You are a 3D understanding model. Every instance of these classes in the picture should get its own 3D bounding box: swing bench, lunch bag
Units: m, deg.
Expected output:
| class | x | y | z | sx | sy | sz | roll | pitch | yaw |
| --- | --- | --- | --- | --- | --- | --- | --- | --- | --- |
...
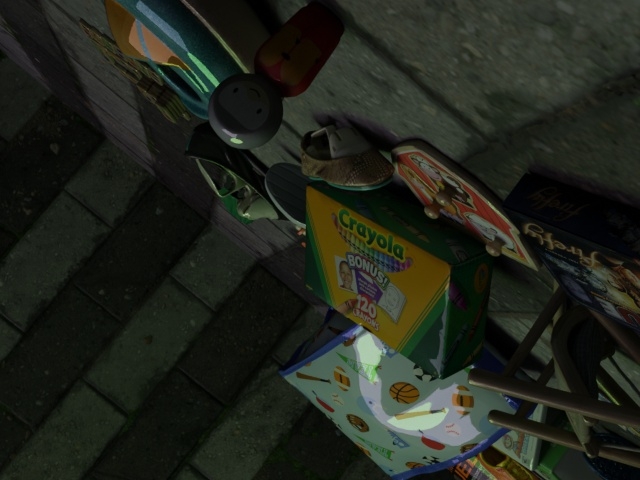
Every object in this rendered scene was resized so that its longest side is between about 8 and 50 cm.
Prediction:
| class | x | y | z | sx | sy | sz | roll | pitch | yaw |
| --- | --- | --- | --- | --- | --- | --- | --- | --- | --- |
| swing bench | 0.317 | 0.178 | 0.990 | 0.254 | 0.165 | 0.253 | 32 | 169 | 23 |
| lunch bag | 0.164 | 0.223 | 1.627 | 0.328 | 0.239 | 0.385 | 41 | 149 | -5 |

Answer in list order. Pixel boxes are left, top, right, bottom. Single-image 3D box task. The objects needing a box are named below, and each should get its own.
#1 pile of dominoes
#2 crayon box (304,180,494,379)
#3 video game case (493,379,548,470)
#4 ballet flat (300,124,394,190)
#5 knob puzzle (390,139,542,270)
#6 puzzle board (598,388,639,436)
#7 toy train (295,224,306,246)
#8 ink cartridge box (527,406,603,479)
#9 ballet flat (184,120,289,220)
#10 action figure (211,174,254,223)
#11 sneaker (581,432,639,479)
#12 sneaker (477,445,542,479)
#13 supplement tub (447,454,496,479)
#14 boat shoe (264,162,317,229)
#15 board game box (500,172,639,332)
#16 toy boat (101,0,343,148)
| class | x | y | z | sx | sy | sz | roll | pitch | yaw |
| --- | --- | --- | --- | --- | --- | --- | --- | --- | --- |
| pile of dominoes | -0.364 | -0.314 | 1.755 | 0.251 | 0.040 | 0.196 | 35 | 171 | 23 |
| crayon box | 0.093 | 0.037 | 1.200 | 0.278 | 0.081 | 0.165 | 32 | 130 | 43 |
| video game case | 0.359 | 0.323 | 1.707 | 0.019 | 0.157 | 0.143 | -3 | -164 | -31 |
| ballet flat | 0.022 | -0.102 | 1.099 | 0.206 | 0.073 | 0.067 | 16 | 124 | 64 |
| knob puzzle | 0.142 | -0.042 | 1.016 | 0.213 | 0.030 | 0.213 | 39 | 172 | 6 |
| puzzle board | 0.442 | 0.259 | 1.403 | 0.128 | 0.011 | 0.096 | 39 | 172 | 5 |
| toy train | 0.000 | 0.000 | 1.833 | 0.125 | 0.046 | 0.166 | 37 | 171 | 15 |
| ink cartridge box | 0.434 | 0.396 | 1.821 | 0.201 | 0.117 | 0.278 | 44 | 170 | -33 |
| ballet flat | -0.141 | -0.103 | 1.717 | 0.280 | 0.096 | 0.095 | 41 | 171 | -18 |
| action figure | -0.186 | -0.087 | 2.129 | 0.137 | 0.063 | 0.232 | 36 | 168 | 7 |
| sneaker | 0.537 | 0.402 | 1.519 | 0.232 | 0.081 | 0.090 | 28 | 159 | 49 |
| sneaker | 0.371 | 0.453 | 1.776 | 0.175 | 0.064 | 0.067 | 32 | 159 | 29 |
| supplement tub | 0.378 | 0.467 | 2.149 | 0.338 | 0.207 | 0.207 | 36 | 171 | 22 |
| boat shoe | 0.006 | -0.037 | 1.461 | 0.226 | 0.083 | 0.076 | 38 | 171 | 3 |
| board game box | 0.282 | 0.037 | 0.775 | 0.165 | 0.042 | 0.243 | 45 | 170 | -38 |
| toy boat | -0.115 | -0.191 | 0.921 | 0.318 | 0.148 | 0.267 | 31 | 168 | 48 |
